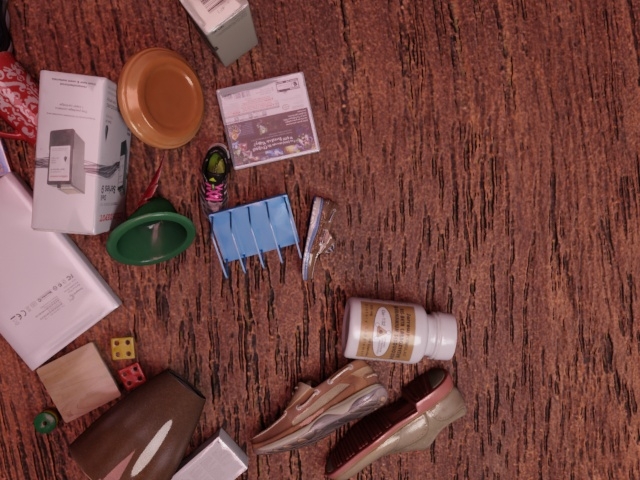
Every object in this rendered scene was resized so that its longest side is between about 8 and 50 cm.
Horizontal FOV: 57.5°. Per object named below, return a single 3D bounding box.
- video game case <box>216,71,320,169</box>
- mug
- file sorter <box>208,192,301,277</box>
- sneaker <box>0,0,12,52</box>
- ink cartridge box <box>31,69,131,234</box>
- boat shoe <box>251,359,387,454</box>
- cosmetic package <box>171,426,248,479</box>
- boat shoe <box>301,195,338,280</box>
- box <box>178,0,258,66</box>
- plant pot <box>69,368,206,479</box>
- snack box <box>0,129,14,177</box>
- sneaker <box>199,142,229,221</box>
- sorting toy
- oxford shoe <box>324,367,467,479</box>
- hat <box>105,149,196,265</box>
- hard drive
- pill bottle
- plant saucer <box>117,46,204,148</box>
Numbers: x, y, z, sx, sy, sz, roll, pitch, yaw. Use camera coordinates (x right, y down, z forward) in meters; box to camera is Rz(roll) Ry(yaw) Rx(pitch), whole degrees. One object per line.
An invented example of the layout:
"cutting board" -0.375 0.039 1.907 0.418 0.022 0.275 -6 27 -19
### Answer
"video game case" -0.111 -0.256 1.249 0.190 0.022 0.173 -13 95 -3
"mug" -0.616 -0.265 1.178 0.150 0.113 0.169 -42 100 5
"file sorter" -0.134 -0.006 1.209 0.170 0.104 0.118 -15 118 -2
"sneaker" -0.680 -0.477 1.129 0.101 0.153 0.269 -7 95 -3
"ink cartridge box" -0.458 -0.162 1.141 0.121 0.211 0.289 6 95 -4
"boat shoe" -0.012 0.365 1.272 0.324 0.123 0.116 -30 62 8
"cosmetic package" -0.280 0.531 1.284 0.239 0.060 0.099 -40 98 0
"boat shoe" 0.000 0.000 1.254 0.066 0.066 0.183 10 94 -6
"box" -0.192 -0.423 1.101 0.094 0.275 0.113 -37 94 1
"plant pot" -0.353 0.391 1.211 0.215 0.215 0.230 39 78 -6
"snack box" -0.700 -0.217 1.215 0.064 0.022 0.178 -16 95 -3
"sneaker" -0.224 -0.121 1.225 0.063 0.075 0.170 6 95 -4
"sorting toy" -0.506 0.296 1.258 0.274 0.046 0.132 -27 96 0
"oxford shoe" 0.171 0.433 1.276 0.348 0.123 0.130 -36 101 1
"hat" -0.362 -0.075 1.237 0.208 0.173 0.184 -25 60 3
"hard drive" -0.625 0.066 1.232 0.233 0.047 0.353 -37 97 0
"pill bottle" 0.166 0.195 1.248 0.229 0.131 0.131 6 94 -4
"plant saucer" -0.306 -0.283 1.160 0.037 0.200 0.200 5 96 39
